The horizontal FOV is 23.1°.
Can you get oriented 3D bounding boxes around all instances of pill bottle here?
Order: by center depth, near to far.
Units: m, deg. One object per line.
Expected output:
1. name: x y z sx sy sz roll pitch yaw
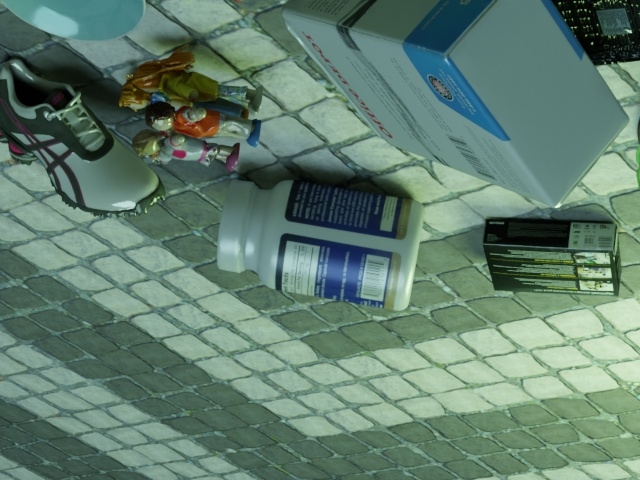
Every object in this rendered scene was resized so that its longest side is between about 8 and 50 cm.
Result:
1. pill bottle: 0.000 0.000 2.116 0.265 0.153 0.153 10 151 3

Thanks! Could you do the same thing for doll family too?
1. doll family: -0.166 -0.169 1.951 0.163 0.118 0.263 11 169 -11

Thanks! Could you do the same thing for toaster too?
1. toaster: 0.272 -0.258 1.608 0.168 0.110 0.185 -1 148 24

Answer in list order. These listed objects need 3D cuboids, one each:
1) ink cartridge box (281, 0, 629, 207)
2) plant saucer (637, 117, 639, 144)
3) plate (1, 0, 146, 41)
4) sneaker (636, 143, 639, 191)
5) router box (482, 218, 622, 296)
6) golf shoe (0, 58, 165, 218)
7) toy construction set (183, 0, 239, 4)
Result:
1. ink cartridge box: 0.132 -0.181 1.610 0.223 0.129 0.307 48 168 -33
2. plant saucer: 0.515 -0.109 1.856 0.278 0.041 0.278 10 150 6
3. plate: -0.294 -0.298 1.831 0.188 0.024 0.188 8 150 5
4. sneaker: 0.490 -0.124 1.594 0.185 0.202 0.483 -11 155 -30
5. router box: 0.319 0.024 2.152 0.179 0.046 0.133 3 150 15
6. golf shoe: -0.315 -0.125 1.987 0.273 0.105 0.120 31 144 20
7. toy construction set: -0.147 -0.377 1.452 0.215 0.151 0.327 10 133 51
